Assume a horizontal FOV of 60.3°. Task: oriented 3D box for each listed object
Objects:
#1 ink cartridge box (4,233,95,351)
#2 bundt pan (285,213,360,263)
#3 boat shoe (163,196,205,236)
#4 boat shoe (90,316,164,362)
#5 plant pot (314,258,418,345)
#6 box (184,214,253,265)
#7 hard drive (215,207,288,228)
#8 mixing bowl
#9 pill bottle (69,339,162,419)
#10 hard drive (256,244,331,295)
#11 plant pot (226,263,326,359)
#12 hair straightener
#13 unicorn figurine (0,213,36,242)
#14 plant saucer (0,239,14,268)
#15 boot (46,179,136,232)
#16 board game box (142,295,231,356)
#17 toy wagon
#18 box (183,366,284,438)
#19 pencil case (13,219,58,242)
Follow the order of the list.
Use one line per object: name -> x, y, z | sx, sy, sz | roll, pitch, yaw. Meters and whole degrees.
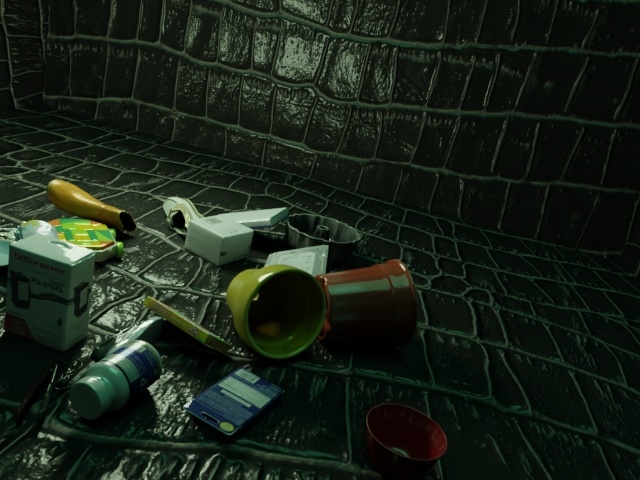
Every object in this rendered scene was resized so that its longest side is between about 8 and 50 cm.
ink cartridge box -> -0.657, 0.124, 1.338 | 0.171, 0.237, 0.100 | 17, 19, 8
bundt pan -> 0.000, 0.000, 2.341 | 0.330, 0.124, 0.331 | 12, 19, -4
boat shoe -> -0.564, -0.099, 2.230 | 0.103, 0.113, 0.302 | 2, 23, -47
boat shoe -> -0.481, 0.247, 1.378 | 0.076, 0.080, 0.228 | 20, 27, 13
plant pot -> 0.116, 0.199, 1.692 | 0.264, 0.273, 0.272 | -2, 23, -19
box -> -0.383, -0.004, 2.082 | 0.181, 0.119, 0.181 | 24, 21, 26
hard drive -> -0.317, -0.084, 2.294 | 0.318, 0.040, 0.210 | -4, 14, 18
mixing bowl -> 0.177, 0.455, 1.214 | 0.181, 0.098, 0.181 | 13, 20, -5
pill bottle -> -0.440, 0.301, 1.188 | 0.112, 0.112, 0.186 | 20, 20, 15
hard drive -> -0.085, 0.109, 1.932 | 0.236, 0.064, 0.339 | -8, 17, 7
plant pot -> -0.150, 0.181, 1.570 | 0.253, 0.254, 0.239 | 2, 8, -33
hair straightener -> -0.564, 0.315, 1.179 | 0.089, 0.047, 0.230 | 11, 15, -11
unicorn figurine -> -1.008, -0.023, 1.799 | 0.111, 0.060, 0.162 | 8, 36, -19
plant saucer -> -0.976, 0.049, 1.631 | 0.194, 0.038, 0.195 | 13, 19, -5
boot -> -0.803, -0.119, 1.966 | 0.211, 0.104, 0.295 | 11, -18, 22
board game box -> -0.351, 0.232, 1.478 | 0.259, 0.039, 0.124 | 28, -12, 28
toy wagon -> -0.832, -0.015, 1.867 | 0.267, 0.068, 0.344 | 2, 23, -33
box -> -0.198, 0.375, 1.267 | 0.136, 0.037, 0.225 | 22, 19, 22
pencil case -> -0.802, 0.051, 1.572 | 0.273, 0.113, 0.124 | 50, -1, 45
